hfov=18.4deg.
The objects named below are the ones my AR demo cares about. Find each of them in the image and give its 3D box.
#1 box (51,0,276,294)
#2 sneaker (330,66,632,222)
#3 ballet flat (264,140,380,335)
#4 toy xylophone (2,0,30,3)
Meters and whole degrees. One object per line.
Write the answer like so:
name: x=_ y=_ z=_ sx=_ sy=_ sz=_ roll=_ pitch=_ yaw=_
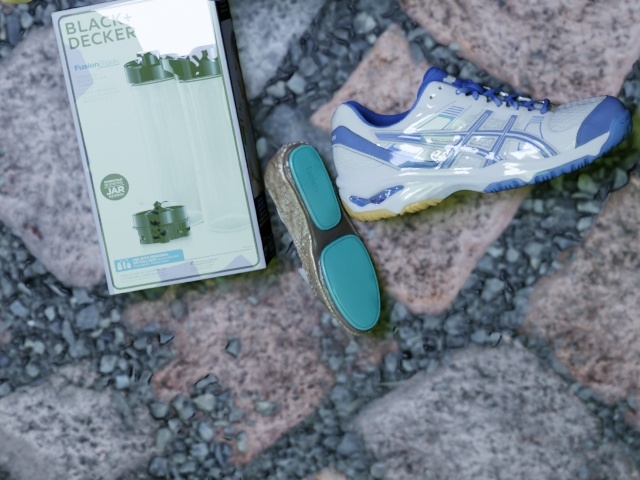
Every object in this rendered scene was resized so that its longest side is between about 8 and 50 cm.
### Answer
box: x=-0.155 y=-0.104 z=1.975 sx=0.169 sy=0.087 sz=0.290 roll=-9 pitch=98 yaw=8
sneaker: x=0.151 y=-0.112 z=1.928 sx=0.296 sy=0.112 sz=0.131 roll=-14 pitch=97 yaw=8
ballet flat: x=0.000 y=0.000 z=1.991 sx=0.073 sy=0.067 sz=0.206 roll=-21 pitch=93 yaw=-35
toy xylophone: x=-0.324 y=-0.297 z=1.903 sx=0.323 sy=0.236 sz=0.081 roll=-10 pitch=70 yaw=11
